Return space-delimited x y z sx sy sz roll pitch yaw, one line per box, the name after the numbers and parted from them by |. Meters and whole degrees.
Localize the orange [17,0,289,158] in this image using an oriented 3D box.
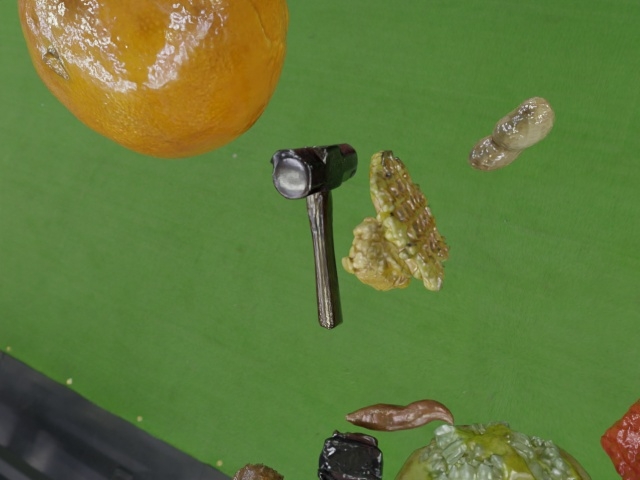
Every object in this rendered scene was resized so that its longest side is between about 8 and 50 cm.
-0.160 -0.213 0.524 0.261 0.261 0.261 -5 77 19 | orange

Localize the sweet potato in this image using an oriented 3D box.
0.145 0.328 0.983 0.202 0.058 0.055 -12 86 18 | sweet potato

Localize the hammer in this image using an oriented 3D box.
0.000 0.000 1.111 0.095 0.242 0.409 4 107 25 | hammer

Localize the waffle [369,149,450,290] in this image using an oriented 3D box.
0.178 -0.040 1.037 0.058 0.282 0.301 -29 27 24 | waffle

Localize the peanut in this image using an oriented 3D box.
0.410 -0.222 1.140 0.104 0.228 0.086 1 63 -25 | peanut

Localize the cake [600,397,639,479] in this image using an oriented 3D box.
0.713 0.398 0.894 0.319 0.269 0.270 22 112 -12 | cake

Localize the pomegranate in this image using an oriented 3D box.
0.212 0.345 0.674 0.260 0.341 0.261 1 100 5 | pomegranate

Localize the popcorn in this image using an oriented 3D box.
0.147 0.042 1.288 0.140 0.163 0.194 -6 119 47 | popcorn

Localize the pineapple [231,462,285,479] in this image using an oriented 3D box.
-0.062 0.533 1.074 0.119 0.277 0.130 -10 51 36 | pineapple

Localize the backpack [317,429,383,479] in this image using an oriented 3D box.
0.058 0.407 0.963 0.119 0.165 0.106 11 67 7 | backpack
